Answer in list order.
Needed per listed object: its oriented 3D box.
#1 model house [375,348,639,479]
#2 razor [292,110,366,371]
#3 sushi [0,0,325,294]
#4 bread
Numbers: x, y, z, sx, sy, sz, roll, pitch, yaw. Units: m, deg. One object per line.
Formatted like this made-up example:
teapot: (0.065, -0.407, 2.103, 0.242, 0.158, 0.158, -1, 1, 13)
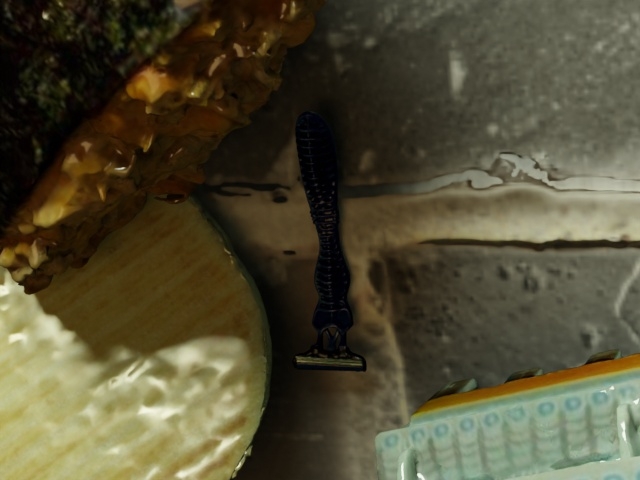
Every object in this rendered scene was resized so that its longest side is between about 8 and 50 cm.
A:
model house: (0.132, 0.174, 0.967, 0.224, 0.215, 0.198, -13, 101, 27)
razor: (0.001, -0.001, 1.078, 0.044, 0.028, 0.155, 0, 106, 17)
sushi: (-0.097, -0.135, 0.973, 0.207, 0.234, 0.348, 51, 142, -1)
bread: (-0.155, 0.073, 1.101, 0.267, 0.040, 0.267, -1, 76, 5)
